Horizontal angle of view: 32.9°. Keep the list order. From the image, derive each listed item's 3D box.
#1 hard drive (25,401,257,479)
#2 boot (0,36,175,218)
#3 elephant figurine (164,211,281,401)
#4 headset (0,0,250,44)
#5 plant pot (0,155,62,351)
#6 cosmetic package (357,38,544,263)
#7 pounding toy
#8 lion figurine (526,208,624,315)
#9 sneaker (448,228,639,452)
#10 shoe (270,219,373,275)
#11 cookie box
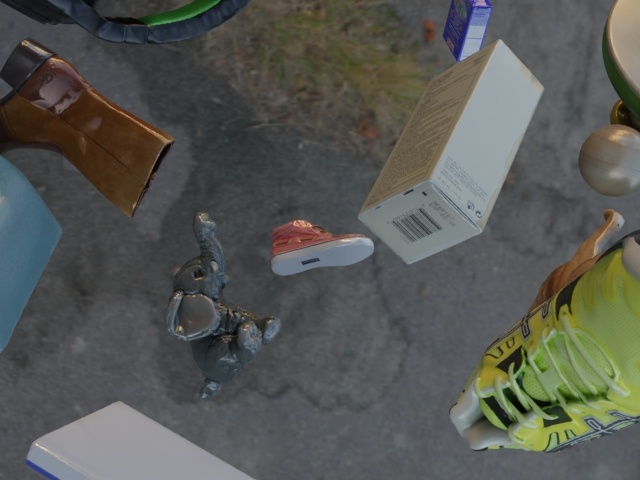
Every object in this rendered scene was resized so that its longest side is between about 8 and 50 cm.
[{"bbox_3d":[-0.189,0.321,1.399,0.210,0.319,0.040,-17,131,-67],"label":"hard drive"},{"bbox_3d":[-0.390,-0.131,1.669,0.280,0.096,0.264,37,108,0],"label":"boot"},{"bbox_3d":[-0.197,0.111,1.848,0.239,0.169,0.186,44,52,-2],"label":"elephant figurine"},{"bbox_3d":[-0.223,-0.297,0.881,0.394,0.185,0.243,3,106,-27],"label":"headset"},{"bbox_3d":[-0.555,-0.019,1.544,0.252,0.247,0.247,81,20,-50],"label":"plant pot"},{"bbox_3d":[0.190,-0.128,1.547,0.113,0.160,0.309,43,52,-17],"label":"cosmetic package"},{"bbox_3d":[0.294,-0.095,0.859,0.183,0.110,0.236,19,56,5],"label":"pounding toy"},{"bbox_3d":[0.405,0.058,1.473,0.142,0.392,0.240,40,74,5],"label":"lion figurine"},{"bbox_3d":[0.215,0.112,0.890,0.147,0.384,0.145,-31,75,-15],"label":"sneaker"},{"bbox_3d":[0.000,0.000,1.827,0.063,0.178,0.081,62,19,-53],"label":"shoe"},{"bbox_3d":[0.248,-0.369,1.836,0.040,0.091,0.107,0,130,-16],"label":"cookie box"}]
